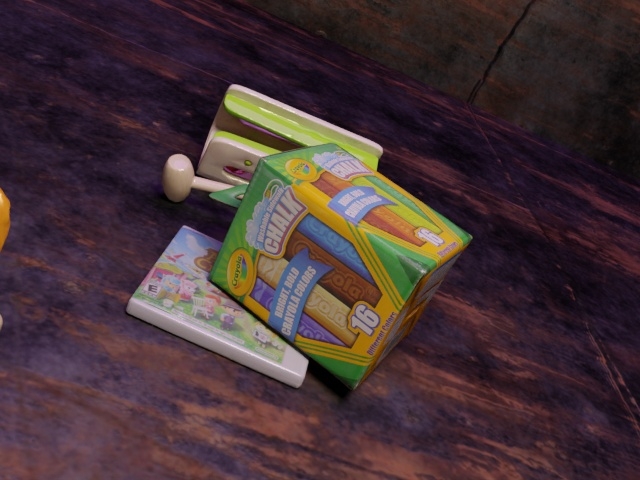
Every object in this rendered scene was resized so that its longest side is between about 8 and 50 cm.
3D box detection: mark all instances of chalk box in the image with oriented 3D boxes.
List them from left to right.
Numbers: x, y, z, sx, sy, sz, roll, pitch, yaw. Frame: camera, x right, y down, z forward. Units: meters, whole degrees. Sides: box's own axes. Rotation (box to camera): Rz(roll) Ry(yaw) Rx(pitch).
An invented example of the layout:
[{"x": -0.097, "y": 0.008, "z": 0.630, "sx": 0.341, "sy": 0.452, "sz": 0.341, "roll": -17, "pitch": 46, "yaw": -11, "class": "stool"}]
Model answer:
[{"x": 0.000, "y": 0.000, "z": 0.837, "sx": 0.289, "sy": 0.179, "sz": 0.180, "roll": 36, "pitch": 28, "yaw": 15, "class": "chalk box"}]

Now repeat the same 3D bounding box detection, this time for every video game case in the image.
[{"x": -0.103, "y": 0.072, "z": 0.841, "sx": 0.212, "sy": 0.023, "sz": 0.193, "roll": 25, "pitch": 27, "yaw": -4, "class": "video game case"}]

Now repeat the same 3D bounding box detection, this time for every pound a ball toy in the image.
[{"x": -0.077, "y": -0.093, "z": 1.071, "sx": 0.319, "sy": 0.136, "sz": 0.208, "roll": 20, "pitch": 54, "yaw": -14, "class": "pound a ball toy"}]

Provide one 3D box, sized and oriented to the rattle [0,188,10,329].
[{"x": -0.350, "y": 0.046, "z": 0.555, "sx": 0.130, "sy": 0.143, "sz": 0.199, "roll": 55, "pitch": 28, "yaw": 11, "class": "rattle"}]
